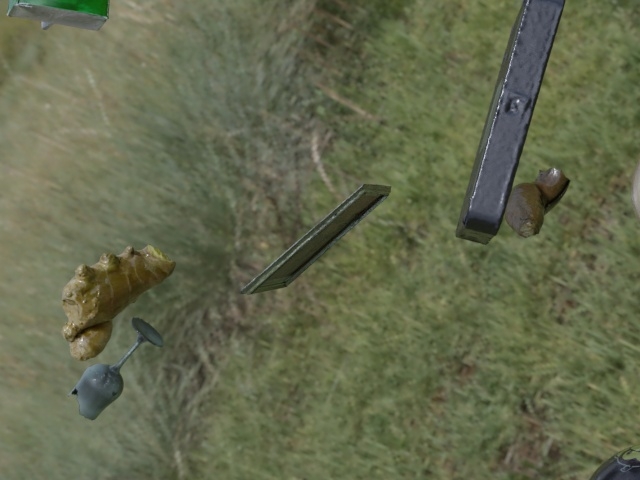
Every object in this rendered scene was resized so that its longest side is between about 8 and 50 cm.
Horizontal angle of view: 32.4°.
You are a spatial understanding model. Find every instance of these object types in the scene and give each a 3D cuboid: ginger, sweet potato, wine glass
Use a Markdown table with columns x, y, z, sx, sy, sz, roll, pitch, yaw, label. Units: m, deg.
| x | y | z | sx | sy | sz | roll | pitch | yaw | label |
| --- | --- | --- | --- | --- | --- | --- | --- | --- | --- |
| -0.296 | 0.064 | 1.536 | 0.081 | 0.115 | 0.205 | -15 | 31 | 52 | ginger |
| 0.424 | -0.077 | 2.194 | 0.112 | 0.085 | 0.286 | -27 | 6 | 28 | sweet potato |
| -0.375 | 0.235 | 2.006 | 0.195 | 0.079 | 0.079 | -49 | 24 | 9 | wine glass |

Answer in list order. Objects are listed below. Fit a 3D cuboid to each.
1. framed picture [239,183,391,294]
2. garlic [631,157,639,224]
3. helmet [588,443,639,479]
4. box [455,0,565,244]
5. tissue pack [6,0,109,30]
| x | y | z | sx | sy | sz | roll | pitch | yaw | label |
| --- | --- | --- | --- | --- | --- | --- | --- | --- | --- |
| 0.000 | 0.000 | 1.836 | 0.273 | 0.016 | 0.216 | -42 | -10 | 14 | framed picture |
| 0.534 | -0.059 | 1.668 | 0.128 | 0.206 | 0.115 | -32 | 3 | 25 | garlic |
| 0.417 | 0.382 | 1.423 | 0.230 | 0.160 | 0.278 | 16 | 77 | 57 | helmet |
| 0.266 | -0.171 | 1.579 | 0.211 | 0.058 | 0.350 | 73 | -148 | -85 | box |
| -0.408 | -0.443 | 1.725 | 0.156 | 0.148 | 0.209 | 175 | 98 | -67 | tissue pack |
